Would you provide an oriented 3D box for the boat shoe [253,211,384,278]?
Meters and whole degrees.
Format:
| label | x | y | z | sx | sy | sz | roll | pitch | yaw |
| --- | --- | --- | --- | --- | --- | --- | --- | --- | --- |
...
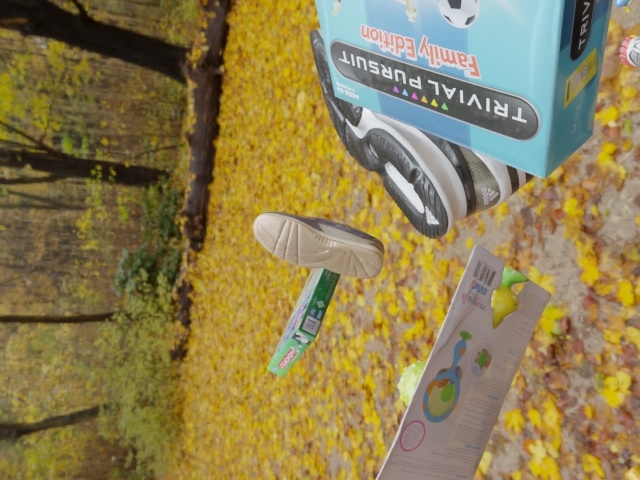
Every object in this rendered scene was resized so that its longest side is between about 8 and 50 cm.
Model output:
| label | x | y | z | sx | sy | sz | roll | pitch | yaw |
| --- | --- | --- | --- | --- | --- | --- | --- | --- | --- |
| boat shoe | 0.000 | 0.000 | 1.215 | 0.092 | 0.286 | 0.102 | -61 | -16 | -59 |

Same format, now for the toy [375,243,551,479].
| label | x | y | z | sx | sy | sz | roll | pitch | yaw |
| --- | --- | --- | --- | --- | --- | --- | --- | --- | --- |
| toy | 0.117 | 0.129 | 0.520 | 0.056 | 0.137 | 0.237 | 24 | 87 | 52 |

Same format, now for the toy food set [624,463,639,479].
| label | x | y | z | sx | sy | sz | roll | pitch | yaw |
| --- | --- | --- | --- | --- | --- | --- | --- | --- | --- |
| toy food set | 0.742 | 0.463 | 1.171 | 0.104 | 0.233 | 0.111 | 51 | 131 | 33 |

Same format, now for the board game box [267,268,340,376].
| label | x | y | z | sx | sy | sz | roll | pitch | yaw |
| --- | --- | --- | --- | --- | --- | --- | --- | --- | --- |
| board game box | -0.018 | 0.140 | 1.338 | 0.213 | 0.046 | 0.317 | -58 | 6 | 49 |

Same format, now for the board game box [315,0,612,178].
| label | x | y | z | sx | sy | sz | roll | pitch | yaw |
| --- | --- | --- | --- | --- | --- | --- | --- | --- | --- |
| board game box | 0.092 | -0.237 | 0.439 | 0.254 | 0.079 | 0.335 | 32 | 151 | 38 |

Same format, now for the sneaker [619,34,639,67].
| label | x | y | z | sx | sy | sz | roll | pitch | yaw |
| --- | --- | --- | --- | --- | --- | --- | --- | --- | --- |
| sneaker | 0.814 | -0.422 | 1.342 | 0.093 | 0.226 | 0.087 | -143 | 61 | -62 |

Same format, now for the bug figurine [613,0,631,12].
| label | x | y | z | sx | sy | sz | roll | pitch | yaw |
| --- | --- | --- | --- | --- | --- | --- | --- | --- | --- |
| bug figurine | 0.657 | -0.644 | 1.235 | 0.279 | 0.216 | 0.072 | -52 | 16 | -12 |

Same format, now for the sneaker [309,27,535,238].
| label | x | y | z | sx | sy | sz | roll | pitch | yaw |
| --- | --- | --- | --- | --- | --- | --- | --- | --- | --- |
| sneaker | 0.164 | -0.205 | 0.820 | 0.169 | 0.258 | 0.447 | 73 | 170 | -49 |
